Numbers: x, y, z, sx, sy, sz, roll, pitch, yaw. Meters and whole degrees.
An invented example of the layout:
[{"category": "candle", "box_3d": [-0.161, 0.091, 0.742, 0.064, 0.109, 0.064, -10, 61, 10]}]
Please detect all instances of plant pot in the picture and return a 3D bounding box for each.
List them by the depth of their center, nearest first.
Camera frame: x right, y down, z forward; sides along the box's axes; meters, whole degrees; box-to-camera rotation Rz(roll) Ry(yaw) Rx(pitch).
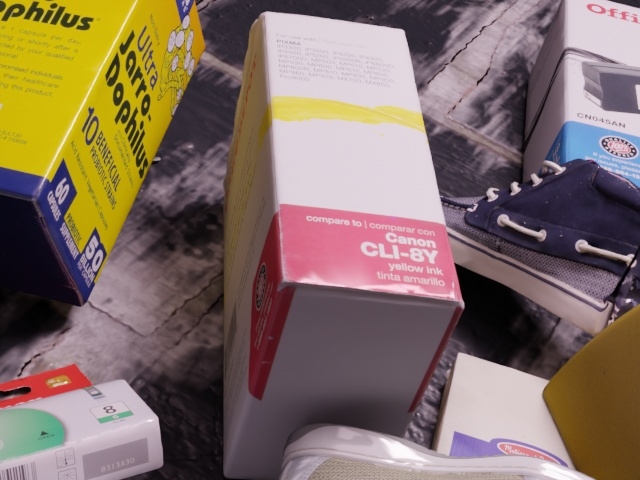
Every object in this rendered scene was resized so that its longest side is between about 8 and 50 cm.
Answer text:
[{"category": "plant pot", "box_3d": [0.364, 0.155, 1.050, 0.212, 0.187, 0.212, -2, 47, -17]}]

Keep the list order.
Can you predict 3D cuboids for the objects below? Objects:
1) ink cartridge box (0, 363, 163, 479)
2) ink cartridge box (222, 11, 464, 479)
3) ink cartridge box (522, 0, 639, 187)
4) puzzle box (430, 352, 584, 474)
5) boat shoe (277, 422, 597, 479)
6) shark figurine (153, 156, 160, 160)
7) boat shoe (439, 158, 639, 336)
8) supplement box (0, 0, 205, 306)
[{"category": "ink cartridge box", "box_3d": [-0.261, 0.151, 0.984, 0.181, 0.056, 0.225, -13, 25, -27]}, {"category": "ink cartridge box", "box_3d": [0.000, 0.000, 1.112, 0.160, 0.279, 0.384, 5, 45, -12]}, {"category": "ink cartridge box", "box_3d": [0.413, -0.118, 1.429, 0.285, 0.166, 0.395, 14, 43, -2]}, {"category": "puzzle box", "box_3d": [0.294, 0.277, 1.080, 0.409, 0.052, 0.272, 18, 44, 3]}, {"category": "boat shoe", "box_3d": [0.117, 0.240, 0.955, 0.320, 0.118, 0.103, 13, 50, 4]}, {"category": "shark figurine", "box_3d": [-0.257, -0.216, 1.383, 0.166, 0.116, 0.278, 9, 42, -4]}, {"category": "boat shoe", "box_3d": [0.230, -0.027, 1.232, 0.340, 0.158, 0.127, 29, 12, 38]}, {"category": "supplement box", "box_3d": [-0.277, -0.147, 1.163, 0.195, 0.194, 0.356, 12, 60, 12]}]
